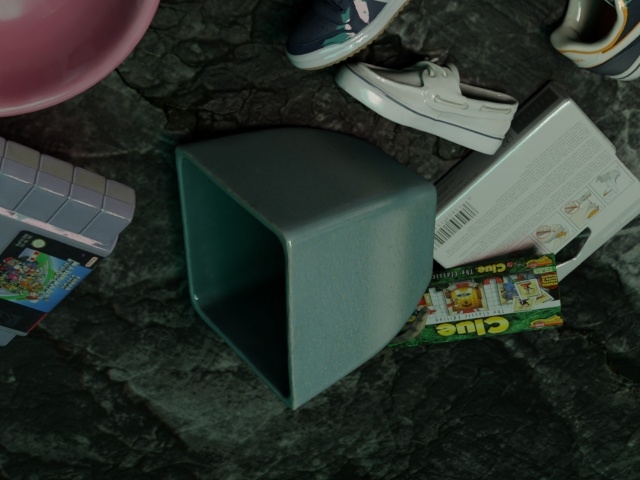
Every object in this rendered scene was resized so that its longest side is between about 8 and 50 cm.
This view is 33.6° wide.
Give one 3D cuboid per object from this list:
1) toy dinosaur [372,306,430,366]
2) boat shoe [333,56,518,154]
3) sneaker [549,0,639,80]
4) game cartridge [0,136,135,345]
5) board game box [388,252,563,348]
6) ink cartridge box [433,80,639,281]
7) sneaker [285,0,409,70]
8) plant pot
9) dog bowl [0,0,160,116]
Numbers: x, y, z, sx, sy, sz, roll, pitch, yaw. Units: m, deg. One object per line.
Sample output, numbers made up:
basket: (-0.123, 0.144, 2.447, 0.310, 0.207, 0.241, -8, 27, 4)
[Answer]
toy dinosaur: (0.074, 0.133, 1.430, 0.268, 0.064, 0.118, -20, 163, 41)
boat shoe: (0.133, -0.182, 1.292, 0.258, 0.095, 0.084, 13, 115, -37)
sneaker: (0.385, -0.337, 1.235, 0.127, 0.126, 0.321, 7, 123, -28)
game cartridge: (-0.381, 0.009, 1.179, 0.230, 0.068, 0.355, 25, 140, -26)
board game box: (0.201, 0.088, 1.468, 0.259, 0.030, 0.136, -10, 140, 12)
ink cartridge box: (0.286, -0.045, 1.445, 0.275, 0.060, 0.239, -42, 127, 14)
sneaker: (0.049, -0.321, 1.153, 0.282, 0.099, 0.153, -39, 131, 2)
plant pot: (0.000, 0.000, 1.280, 0.252, 0.248, 0.247, -23, 130, -28)
dog bowl: (-0.321, -0.288, 0.979, 0.407, 0.150, 0.408, -11, 139, -10)
